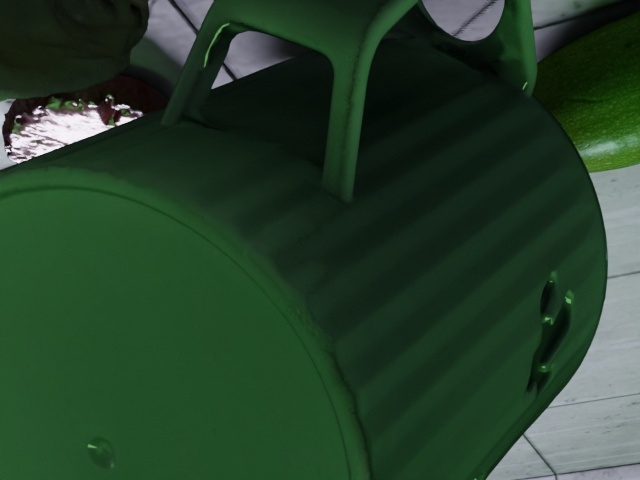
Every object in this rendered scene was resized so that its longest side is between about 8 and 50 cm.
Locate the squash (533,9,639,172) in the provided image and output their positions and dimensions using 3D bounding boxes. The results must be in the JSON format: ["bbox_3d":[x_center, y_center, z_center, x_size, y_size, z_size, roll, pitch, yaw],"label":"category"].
[{"bbox_3d":[0.286,-0.129,0.679,0.395,0.107,0.107,-18,151,30],"label":"squash"}]

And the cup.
[{"bbox_3d":[-0.022,0.004,0.598,0.310,0.400,0.392,-6,-169,26],"label":"cup"}]

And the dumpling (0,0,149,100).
[{"bbox_3d":[-0.230,-0.122,0.505,0.293,0.204,0.163,8,152,-29],"label":"dumpling"}]

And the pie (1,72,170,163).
[{"bbox_3d":[-0.171,-0.080,0.793,0.155,0.036,0.154,-3,154,-2],"label":"pie"}]
